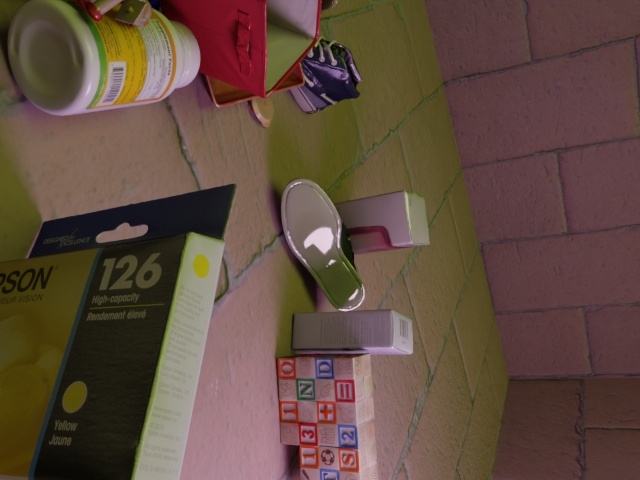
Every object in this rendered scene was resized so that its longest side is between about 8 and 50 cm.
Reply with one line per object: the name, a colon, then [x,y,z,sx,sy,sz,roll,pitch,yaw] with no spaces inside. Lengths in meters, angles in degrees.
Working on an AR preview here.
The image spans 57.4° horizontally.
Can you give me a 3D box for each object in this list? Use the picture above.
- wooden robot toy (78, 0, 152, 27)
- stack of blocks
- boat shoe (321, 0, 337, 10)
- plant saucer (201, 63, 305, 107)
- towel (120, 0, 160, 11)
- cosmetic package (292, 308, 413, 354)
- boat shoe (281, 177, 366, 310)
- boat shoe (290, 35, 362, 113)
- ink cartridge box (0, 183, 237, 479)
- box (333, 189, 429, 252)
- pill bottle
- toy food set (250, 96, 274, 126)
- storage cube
wooden robot toy: [-0.241,-0.287,0.701,0.173,0.076,0.079,48,-3,25]
stack of blocks: [0.014,0.377,1.157,0.087,0.171,0.297,9,76,-62]
boat shoe: [-0.009,-0.744,1.504,0.089,0.105,0.285,-49,136,-62]
plant saucer: [-0.157,-0.401,1.117,0.258,0.048,0.259,-30,111,-45]
towel: [-0.291,-0.440,0.781,0.308,0.076,0.227,-30,134,-69]
cosmetic package: [0.067,0.198,1.240,0.117,0.231,0.085,31,56,-56]
boat shoe: [0.004,-0.001,1.312,0.340,0.127,0.113,58,5,-26]
boat shoe: [-0.029,-0.431,1.302,0.340,0.158,0.127,45,45,-50]
ink cartridge box: [-0.247,0.081,0.585,0.072,0.304,0.307,43,46,-52]
box: [0.130,-0.036,1.422,0.149,0.232,0.126,3,80,-62]
pill bottle: [-0.277,-0.251,0.797,0.246,0.136,0.136,-36,115,-60]
toy food set: [-0.124,-0.286,1.231,0.083,0.020,0.082,27,60,-58]
storage cube: [-0.122,-0.377,0.926,0.215,0.193,0.183,-58,167,-33]
